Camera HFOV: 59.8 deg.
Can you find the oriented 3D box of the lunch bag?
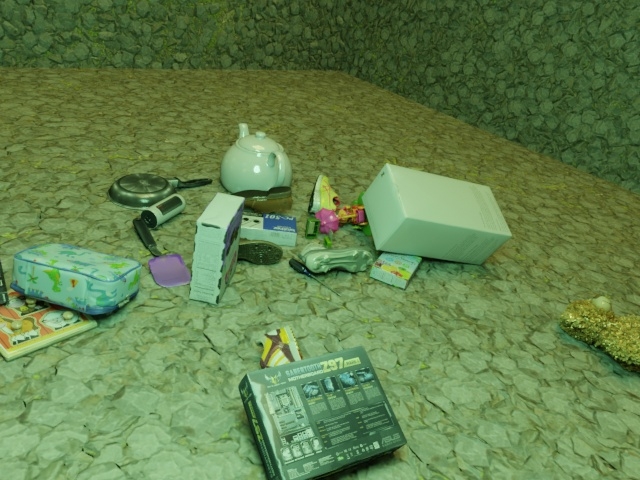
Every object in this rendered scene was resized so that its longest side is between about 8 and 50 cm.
[{"bbox_3d":[-0.488,0.072,1.134,0.218,0.090,0.176,14,13,2],"label":"lunch bag"}]

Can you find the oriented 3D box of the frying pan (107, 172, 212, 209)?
[{"bbox_3d":[-0.457,-0.151,1.642,0.326,0.053,0.197,-6,33,-24],"label":"frying pan"}]

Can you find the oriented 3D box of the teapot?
[{"bbox_3d":[-0.197,-0.252,1.773,0.255,0.187,0.252,17,29,10],"label":"teapot"}]

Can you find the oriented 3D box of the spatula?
[{"bbox_3d":[-0.402,0.020,1.351,0.084,0.030,0.296,-12,35,-33],"label":"spatula"}]

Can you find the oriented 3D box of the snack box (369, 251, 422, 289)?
[{"bbox_3d":[0.201,0.070,1.475,0.100,0.037,0.141,22,29,16],"label":"snack box"}]

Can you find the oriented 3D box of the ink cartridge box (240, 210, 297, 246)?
[{"bbox_3d":[-0.170,-0.036,1.528,0.206,0.046,0.097,7,29,-9],"label":"ink cartridge box"}]

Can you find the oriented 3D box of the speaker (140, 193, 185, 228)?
[{"bbox_3d":[-0.425,-0.080,1.507,0.055,0.055,0.136,19,28,14],"label":"speaker"}]

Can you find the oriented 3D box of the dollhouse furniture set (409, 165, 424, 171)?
[{"bbox_3d":[0.268,-0.114,1.690,0.101,0.182,0.160,31,33,33],"label":"dollhouse furniture set"}]

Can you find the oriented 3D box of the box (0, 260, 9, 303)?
[{"bbox_3d":[-0.688,0.087,1.100,0.116,0.029,0.162,-12,31,-30],"label":"box"}]

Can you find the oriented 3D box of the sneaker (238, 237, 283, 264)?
[{"bbox_3d":[-0.189,0.014,1.405,0.188,0.066,0.071,5,27,-13],"label":"sneaker"}]

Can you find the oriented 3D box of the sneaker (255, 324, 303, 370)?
[{"bbox_3d":[-0.067,0.245,1.032,0.083,0.070,0.186,-21,41,-3],"label":"sneaker"}]

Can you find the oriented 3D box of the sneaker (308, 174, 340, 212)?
[{"bbox_3d":[0.017,-0.136,1.764,0.094,0.082,0.209,17,34,-5],"label":"sneaker"}]

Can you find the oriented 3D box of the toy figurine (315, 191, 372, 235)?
[{"bbox_3d":[0.056,-0.069,1.628,0.159,0.130,0.173,-9,11,-17],"label":"toy figurine"}]

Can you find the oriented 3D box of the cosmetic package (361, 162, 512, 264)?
[{"bbox_3d":[0.319,-0.068,1.536,0.365,0.155,0.197,9,50,-25],"label":"cosmetic package"}]

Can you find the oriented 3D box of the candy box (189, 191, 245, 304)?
[{"bbox_3d":[-0.230,0.016,1.244,0.070,0.196,0.165,12,28,1],"label":"candy box"}]

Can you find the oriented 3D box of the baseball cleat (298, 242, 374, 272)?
[{"bbox_3d":[0.038,0.036,1.429,0.205,0.072,0.109,2,24,-38],"label":"baseball cleat"}]

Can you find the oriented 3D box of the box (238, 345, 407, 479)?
[{"bbox_3d":[0.003,0.284,0.911,0.232,0.059,0.184,-7,58,-31],"label":"box"}]

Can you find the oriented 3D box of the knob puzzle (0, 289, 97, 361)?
[{"bbox_3d":[-0.559,0.138,1.074,0.213,0.030,0.213,8,28,-4],"label":"knob puzzle"}]

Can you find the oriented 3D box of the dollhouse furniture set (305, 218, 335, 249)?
[{"bbox_3d":[0.000,0.000,1.509,0.076,0.059,0.152,1,29,-18],"label":"dollhouse furniture set"}]

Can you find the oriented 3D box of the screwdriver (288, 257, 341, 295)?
[{"bbox_3d":[-0.015,0.095,1.379,0.170,0.025,0.024,37,35,25],"label":"screwdriver"}]

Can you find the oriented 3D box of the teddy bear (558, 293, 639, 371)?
[{"bbox_3d":[0.739,0.231,1.300,0.245,0.113,0.338,-5,32,-32],"label":"teddy bear"}]

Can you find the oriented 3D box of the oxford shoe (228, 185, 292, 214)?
[{"bbox_3d":[-0.187,-0.109,1.644,0.212,0.076,0.076,-2,28,9],"label":"oxford shoe"}]
